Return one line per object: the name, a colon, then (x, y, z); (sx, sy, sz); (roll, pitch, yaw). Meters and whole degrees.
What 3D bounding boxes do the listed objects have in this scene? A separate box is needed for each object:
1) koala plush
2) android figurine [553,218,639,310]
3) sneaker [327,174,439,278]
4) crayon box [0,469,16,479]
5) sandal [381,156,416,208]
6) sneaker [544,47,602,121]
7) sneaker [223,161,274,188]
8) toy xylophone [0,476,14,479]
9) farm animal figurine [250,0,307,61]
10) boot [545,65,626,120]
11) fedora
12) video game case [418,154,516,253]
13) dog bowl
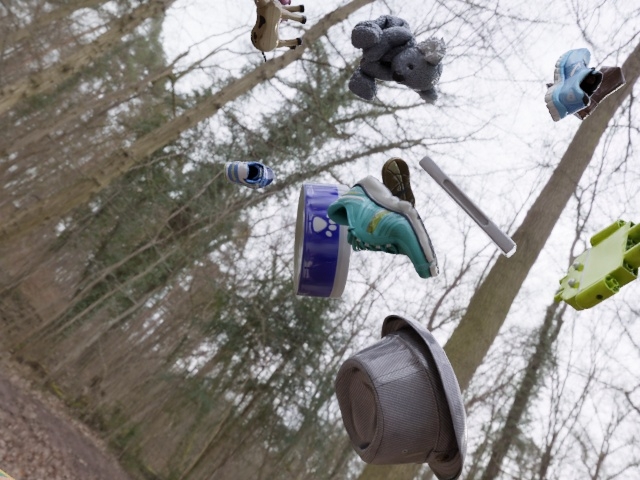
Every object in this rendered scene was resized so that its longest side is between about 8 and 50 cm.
koala plush: (0.213, -0.445, 1.296); (0.221, 0.203, 0.196); (35, -34, 30)
android figurine: (0.634, 0.058, 1.176); (0.056, 0.248, 0.273); (37, -37, 1)
sneaker: (0.102, -0.010, 0.865); (0.275, 0.110, 0.107); (47, -16, 54)
crayon box: (-0.337, 0.387, 0.590); (0.322, 0.083, 0.203); (25, -61, 12)
sandal: (0.142, -0.089, 1.011); (0.049, 0.072, 0.180); (48, -21, 45)
sneaker: (0.414, -0.252, 0.831); (0.073, 0.162, 0.063); (-8, -46, 46)
sneaker: (-0.135, -0.135, 1.085); (0.059, 0.144, 0.053); (-2, -87, 31)
toy xylophone: (-0.285, 0.249, 0.417); (0.322, 0.081, 0.236); (9, -2, 19)
farm animal figurine: (-0.111, -0.596, 1.088); (0.326, 0.172, 0.331); (-28, -110, 62)
boot: (0.517, -0.307, 1.018); (0.106, 0.114, 0.037); (46, 11, 10)
fedora: (0.098, 0.239, 0.753); (0.275, 0.124, 0.244); (101, -28, -57)
video game case: (0.240, -0.049, 0.832); (0.183, 0.023, 0.201); (50, 13, 16)
dog bowl: (0.000, 0.000, 1.210); (0.104, 0.265, 0.265); (3, -36, -7)
